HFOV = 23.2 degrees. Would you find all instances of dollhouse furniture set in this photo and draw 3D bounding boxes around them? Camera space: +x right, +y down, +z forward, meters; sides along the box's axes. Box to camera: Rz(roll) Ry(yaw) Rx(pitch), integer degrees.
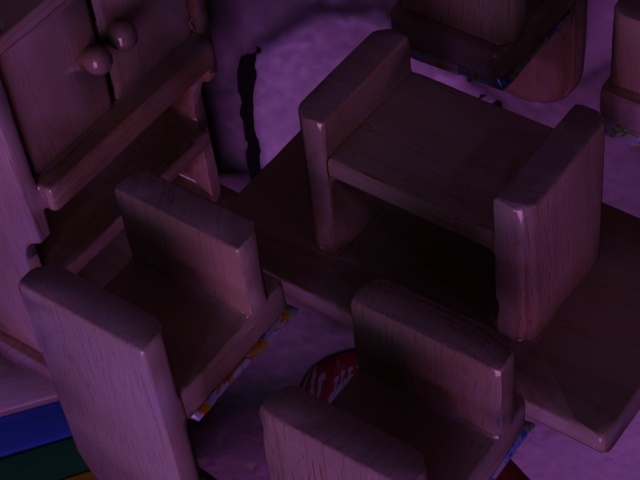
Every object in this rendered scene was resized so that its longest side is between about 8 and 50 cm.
[{"bbox_3d":[0.000,0.000,0.497,0.242,0.212,0.161,25,145,27],"label":"dollhouse furniture set"}]

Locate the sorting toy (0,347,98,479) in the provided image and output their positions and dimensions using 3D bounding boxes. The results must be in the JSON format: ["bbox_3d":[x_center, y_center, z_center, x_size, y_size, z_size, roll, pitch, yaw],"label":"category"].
[{"bbox_3d":[-0.211,0.124,0.647,0.257,0.089,0.255,-13,172,-44],"label":"sorting toy"}]

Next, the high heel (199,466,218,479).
[{"bbox_3d":[-0.115,0.211,0.838,0.181,0.127,0.377,42,146,-22],"label":"high heel"}]

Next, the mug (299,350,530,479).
[{"bbox_3d":[0.039,0.144,0.682,0.150,0.169,0.113,7,140,5],"label":"mug"}]
